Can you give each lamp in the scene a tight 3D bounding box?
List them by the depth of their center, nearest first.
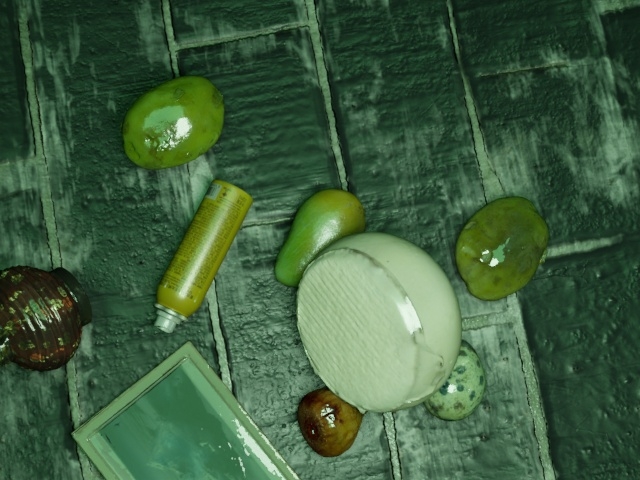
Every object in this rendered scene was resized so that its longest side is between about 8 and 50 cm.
[{"bbox_3d":[-0.607,0.165,1.846,0.247,0.247,0.246,0,80,-2],"label":"lamp"}]

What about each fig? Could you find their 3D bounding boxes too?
[{"bbox_3d":[0.056,0.370,1.907,0.201,0.134,0.146,-22,110,-25],"label":"fig"}]

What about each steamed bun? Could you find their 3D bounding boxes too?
[{"bbox_3d":[0.137,0.157,1.827,0.241,0.374,0.374,-22,80,-43],"label":"steamed bun"}]

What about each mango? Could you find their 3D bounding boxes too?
[{"bbox_3d":[0.000,0.000,1.957,0.156,0.114,0.251,33,80,-8],"label":"mango"}]

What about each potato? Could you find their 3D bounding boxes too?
[{"bbox_3d":[0.403,0.016,1.959,0.228,0.148,0.197,-30,97,-10],"label":"potato"},{"bbox_3d":[-0.327,-0.262,1.971,0.186,0.148,0.253,43,82,7],"label":"potato"}]

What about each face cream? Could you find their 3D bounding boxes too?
[{"bbox_3d":[-0.269,0.040,1.944,0.105,0.105,0.348,25,80,2],"label":"face cream"}]

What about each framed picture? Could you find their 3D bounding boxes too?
[{"bbox_3d":[-0.273,0.486,1.908,0.326,0.028,0.446,-40,84,-8],"label":"framed picture"}]

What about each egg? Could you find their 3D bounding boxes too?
[{"bbox_3d":[0.287,0.300,1.907,0.141,0.141,0.181,13,71,0],"label":"egg"}]
